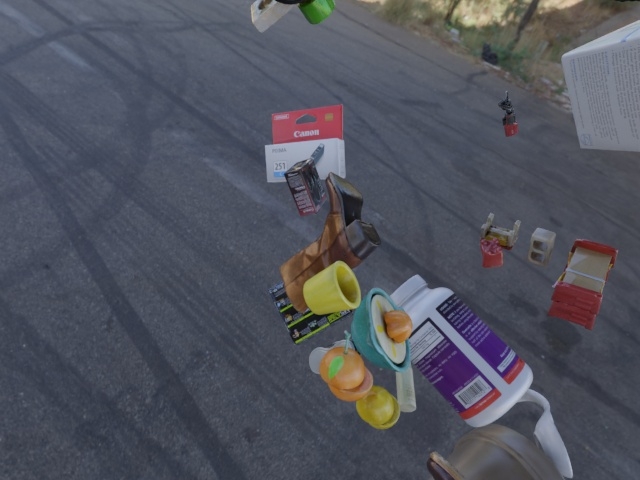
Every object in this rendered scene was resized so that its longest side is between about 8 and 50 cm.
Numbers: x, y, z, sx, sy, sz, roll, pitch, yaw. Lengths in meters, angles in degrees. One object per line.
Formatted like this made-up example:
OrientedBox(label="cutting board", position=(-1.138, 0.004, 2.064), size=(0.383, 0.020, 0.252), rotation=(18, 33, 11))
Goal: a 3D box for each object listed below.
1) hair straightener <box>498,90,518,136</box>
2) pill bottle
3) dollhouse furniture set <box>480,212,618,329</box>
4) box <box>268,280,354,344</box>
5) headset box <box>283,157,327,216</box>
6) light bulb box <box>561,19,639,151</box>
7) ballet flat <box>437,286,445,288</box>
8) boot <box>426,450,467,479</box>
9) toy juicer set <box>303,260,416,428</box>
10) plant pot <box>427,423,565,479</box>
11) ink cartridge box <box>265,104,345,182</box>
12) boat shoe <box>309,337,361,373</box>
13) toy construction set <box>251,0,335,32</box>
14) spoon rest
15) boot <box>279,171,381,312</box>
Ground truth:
OrientedBox(label="hair straightener", position=(0.569, -0.394, 1.254), size=(0.230, 0.047, 0.089), rotation=(8, 69, -57))
OrientedBox(label="pill bottle", position=(0.291, 0.235, 0.921), size=(0.181, 0.181, 0.323), rotation=(-22, 62, -42))
OrientedBox(label="dollhouse furniture set", position=(0.652, 0.081, 1.234), size=(0.374, 0.152, 0.201), rotation=(22, 55, 34))
OrientedBox(label="box", position=(-0.029, 0.176, 1.177), size=(0.191, 0.045, 0.184), rotation=(-30, 73, 1))
OrientedBox(label="headset box", position=(-0.021, -0.083, 0.658), size=(0.032, 0.083, 0.062), rotation=(-13, 21, 25))
OrientedBox(label="light bulb box", position=(0.735, -0.328, 0.741), size=(0.358, 0.225, 0.361), rotation=(-24, 16, 1))
OrientedBox(label="ballet flat", position=(0.357, 0.185, 1.291), size=(0.074, 0.074, 0.203), rotation=(40, 19, 20))
OrientedBox(label="boot", position=(0.219, 0.540, 0.723), size=(0.207, 0.090, 0.248), rotation=(-36, 76, -7))
OrientedBox(label="toy juicer set", position=(0.107, 0.173, 0.625), size=(0.329, 0.089, 0.209), rotation=(33, 39, -48))
OrientedBox(label="plant pot", position=(0.368, 0.640, 0.945), size=(0.280, 0.323, 0.323), rotation=(-10, 49, -28))
OrientedBox(label="ink cartridge box", position=(-0.061, -0.348, 1.479), size=(0.296, 0.261, 0.066), rotation=(0, 6, 24))
OrientedBox(label="boat shoe", position=(0.026, 0.195, 0.695), size=(0.038, 0.125, 0.046), rotation=(1, 60, -39))
OrientedBox(label="toy construction set", position=(-0.044, -0.362, 0.385), size=(0.237, 0.309, 0.257), rotation=(37, 6, -38))
OrientedBox(label="spoon rest", position=(0.587, 0.485, 1.072), size=(0.084, 0.137, 0.276), rotation=(-19, 17, 7))
OrientedBox(label="boot", position=(0.000, 0.000, 1.015), size=(0.096, 0.280, 0.264), rotation=(11, 45, -46))
